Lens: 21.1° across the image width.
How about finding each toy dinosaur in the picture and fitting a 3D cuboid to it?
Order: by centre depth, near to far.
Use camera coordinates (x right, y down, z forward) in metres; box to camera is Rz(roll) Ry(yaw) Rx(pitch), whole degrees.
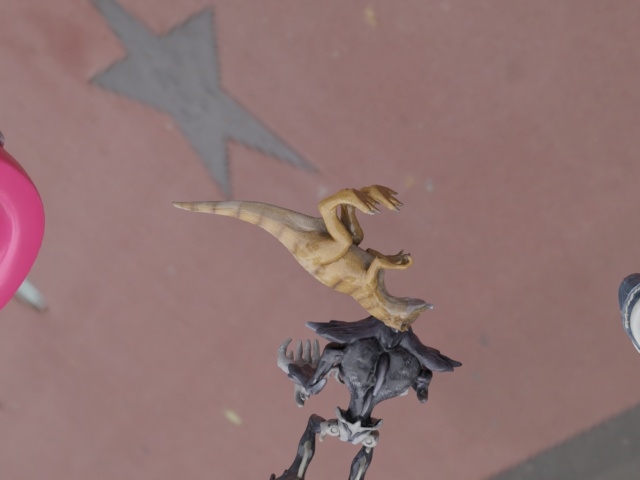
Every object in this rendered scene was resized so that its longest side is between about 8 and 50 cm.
[{"bbox_3d":[0.000,0.000,1.307,0.211,0.064,0.112,34,114,-10],"label":"toy dinosaur"}]

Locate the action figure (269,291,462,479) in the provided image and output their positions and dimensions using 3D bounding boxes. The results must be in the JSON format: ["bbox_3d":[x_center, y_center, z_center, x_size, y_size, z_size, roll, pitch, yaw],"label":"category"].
[{"bbox_3d":[0.034,0.148,1.731,0.164,0.275,0.141,14,-154,-16],"label":"action figure"}]

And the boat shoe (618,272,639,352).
[{"bbox_3d":[0.356,0.128,1.558,0.254,0.095,0.079,42,-173,-19],"label":"boat shoe"}]

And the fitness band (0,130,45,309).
[{"bbox_3d":[-0.311,-0.004,1.098,0.291,0.209,0.054,16,-151,-50],"label":"fitness band"}]
